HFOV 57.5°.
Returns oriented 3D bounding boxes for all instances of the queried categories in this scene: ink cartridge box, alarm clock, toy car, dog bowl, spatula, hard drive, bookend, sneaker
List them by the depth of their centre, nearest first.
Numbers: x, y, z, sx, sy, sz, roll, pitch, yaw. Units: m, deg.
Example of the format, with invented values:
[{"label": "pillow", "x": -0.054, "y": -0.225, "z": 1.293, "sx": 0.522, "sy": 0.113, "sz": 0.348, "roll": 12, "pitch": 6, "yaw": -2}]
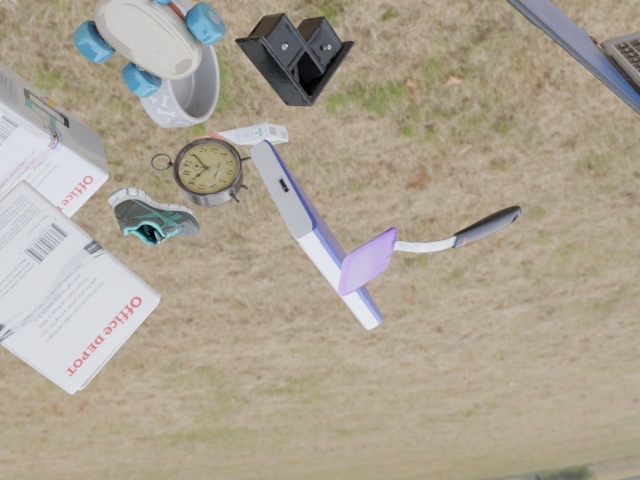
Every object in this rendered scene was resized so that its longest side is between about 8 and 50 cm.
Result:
[{"label": "ink cartridge box", "x": -0.314, "y": 0.054, "z": 0.674, "sx": 0.203, "sy": 0.148, "sz": 0.086, "roll": 46, "pitch": 162, "yaw": -19}, {"label": "spatula", "x": 0.147, "y": 0.002, "z": 0.743, "sx": 0.297, "sy": 0.030, "sz": 0.084, "roll": -16, "pitch": 139, "yaw": -23}, {"label": "sneaker", "x": -0.253, "y": -0.021, "z": 0.905, "sx": 0.065, "sy": 0.076, "sz": 0.166, "roll": -32, "pitch": 151, "yaw": 26}, {"label": "hard drive", "x": 0.000, "y": 0.000, "z": 0.971, "sx": 0.040, "sy": 0.210, "sz": 0.318, "roll": -32, "pitch": 142, "yaw": 3}, {"label": "bookend", "x": -0.040, "y": -0.344, "z": 1.017, "sx": 0.072, "sy": 0.157, "sz": 0.156, "roll": 15, "pitch": 156, "yaw": 45}, {"label": "ink cartridge box", "x": -0.560, "y": -0.165, "z": 1.051, "sx": 0.198, "sy": 0.197, "sz": 0.270, "roll": -43, "pitch": 130, "yaw": 7}, {"label": "toy car", "x": -0.320, "y": -0.444, "z": 1.115, "sx": 0.219, "sy": 0.238, "sz": 0.210, "roll": -30, "pitch": 137, "yaw": 26}, {"label": "alarm clock", "x": -0.232, "y": -0.133, "z": 1.118, "sx": 0.192, "sy": 0.129, "sz": 0.064, "roll": 14, "pitch": 156, "yaw": 2}, {"label": "ink cartridge box", "x": -0.227, "y": -0.294, "z": 1.693, "sx": 0.225, "sy": 0.056, "sz": 0.181, "roll": -10, "pitch": -175, "yaw": 16}, {"label": "dog bowl", "x": -0.428, "y": -0.516, "z": 1.797, "sx": 0.102, "sy": 0.348, "sz": 0.349, "roll": 2, "pitch": 158, "yaw": 20}]

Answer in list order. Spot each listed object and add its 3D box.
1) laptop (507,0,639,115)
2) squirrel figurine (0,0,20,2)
[{"label": "laptop", "x": 0.311, "y": -0.235, "z": 0.486, "sx": 0.408, "sy": 0.382, "sz": 0.236, "roll": -12, "pitch": 118, "yaw": 19}, {"label": "squirrel figurine", "x": -0.610, "y": -0.488, "z": 0.841, "sx": 0.370, "sy": 0.397, "sz": 0.281, "roll": -9, "pitch": 127, "yaw": -43}]
